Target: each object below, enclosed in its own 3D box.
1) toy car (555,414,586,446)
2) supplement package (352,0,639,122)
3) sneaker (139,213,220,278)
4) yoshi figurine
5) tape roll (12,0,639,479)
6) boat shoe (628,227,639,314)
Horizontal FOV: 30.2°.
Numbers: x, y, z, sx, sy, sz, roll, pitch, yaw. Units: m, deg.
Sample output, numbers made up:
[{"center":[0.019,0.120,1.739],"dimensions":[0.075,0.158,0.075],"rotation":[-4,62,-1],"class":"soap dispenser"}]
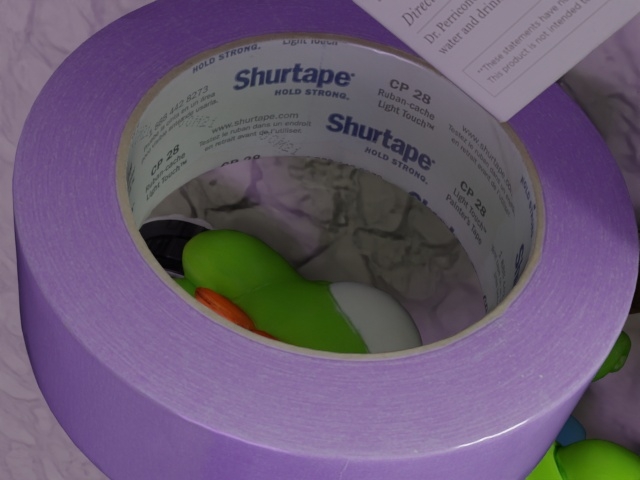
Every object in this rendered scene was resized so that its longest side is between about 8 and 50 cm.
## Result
[{"center":[0.116,0.232,0.835],"dimensions":[0.210,0.219,0.238],"rotation":[33,170,-5],"class":"toy car"},{"center":[0.025,-0.219,0.378],"dimensions":[0.293,0.175,0.177],"rotation":[38,142,-10],"class":"supplement package"},{"center":[-0.038,0.073,0.814],"dimensions":[0.271,0.100,0.108],"rotation":[42,169,-22],"class":"sneaker"},{"center":[0.067,0.125,0.659],"dimensions":[0.362,0.203,0.203],"rotation":[39,141,15],"class":"yoshi figurine"},{"center":[0.000,0.000,0.550],"dimensions":[0.275,0.274,0.090],"rotation":[24,141,7],"class":"tape roll"},{"center":[0.199,0.008,0.618],"dimensions":[0.135,0.045,0.050],"rotation":[-4,122,40],"class":"boat shoe"}]
